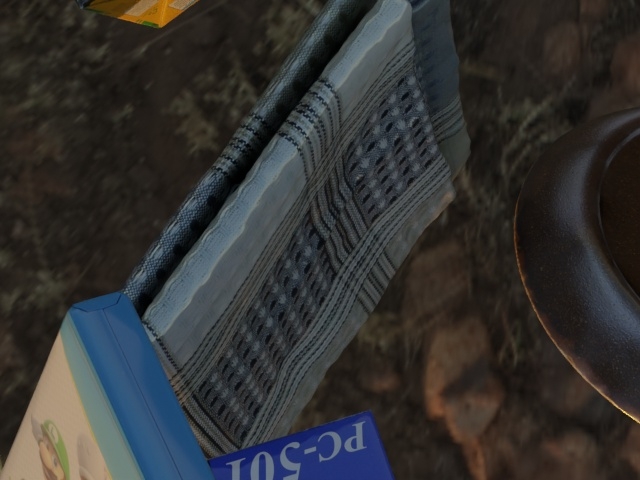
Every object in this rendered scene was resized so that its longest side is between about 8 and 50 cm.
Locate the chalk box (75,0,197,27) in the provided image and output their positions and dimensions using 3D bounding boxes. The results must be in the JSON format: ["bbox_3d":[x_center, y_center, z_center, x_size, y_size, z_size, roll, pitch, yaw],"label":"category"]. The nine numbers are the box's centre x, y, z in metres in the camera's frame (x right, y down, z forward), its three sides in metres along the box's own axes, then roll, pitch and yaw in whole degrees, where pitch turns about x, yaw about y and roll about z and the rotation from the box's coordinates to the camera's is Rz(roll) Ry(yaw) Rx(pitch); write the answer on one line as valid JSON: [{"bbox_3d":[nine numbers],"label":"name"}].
[{"bbox_3d":[-0.140,-0.276,1.277,0.132,0.132,0.213,-32,80,17],"label":"chalk box"}]

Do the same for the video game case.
[{"bbox_3d":[-0.043,0.100,0.405,0.119,0.015,0.166,63,150,20],"label":"video game case"}]

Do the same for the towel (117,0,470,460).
[{"bbox_3d":[0.000,0.000,1.151,0.056,0.312,0.324,28,74,22],"label":"towel"}]

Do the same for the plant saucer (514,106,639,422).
[{"bbox_3d":[0.287,0.014,1.257,0.310,0.311,0.050,24,140,1],"label":"plant saucer"}]

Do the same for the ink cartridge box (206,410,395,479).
[{"bbox_3d":[-0.055,0.170,0.982,0.207,0.046,0.097,-17,62,-7],"label":"ink cartridge box"}]

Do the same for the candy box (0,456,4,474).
[{"bbox_3d":[-0.315,0.068,1.229,0.122,0.317,0.268,-21,150,-15],"label":"candy box"}]
